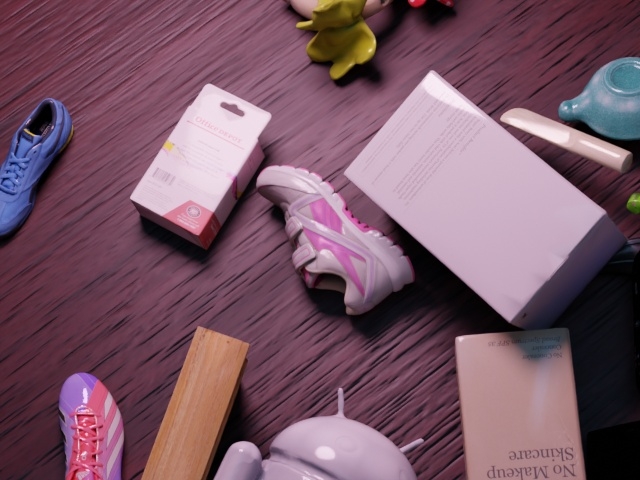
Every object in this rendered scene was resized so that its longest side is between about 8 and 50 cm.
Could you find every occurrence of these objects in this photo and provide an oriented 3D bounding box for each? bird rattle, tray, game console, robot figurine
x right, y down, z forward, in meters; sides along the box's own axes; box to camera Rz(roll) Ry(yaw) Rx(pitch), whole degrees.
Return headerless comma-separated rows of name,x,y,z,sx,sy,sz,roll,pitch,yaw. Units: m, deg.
bird rattle,0.053,-0.365,1.975,0.253,0.143,0.207,-45,55,-14
tray,-0.187,0.324,1.691,0.076,0.203,0.411,20,72,0
game console,0.407,0.170,1.701,0.044,0.213,0.361,19,63,-32
robot figurine,-0.011,0.357,1.663,0.300,0.200,0.353,37,74,-24

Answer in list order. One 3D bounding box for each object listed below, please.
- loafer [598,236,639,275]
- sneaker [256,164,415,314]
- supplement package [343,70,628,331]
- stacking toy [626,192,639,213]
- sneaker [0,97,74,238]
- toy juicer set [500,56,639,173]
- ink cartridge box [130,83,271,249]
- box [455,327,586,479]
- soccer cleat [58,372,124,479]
loafer,0.425,0.029,1.816,0.170,0.062,0.061,-11,73,4
sneaker,0.000,0.000,1.850,0.252,0.103,0.111,40,77,19
supplement package,0.210,-0.042,1.776,0.293,0.175,0.177,43,96,22
stacking toy,0.522,-0.071,1.829,0.221,0.052,0.167,15,50,18
sneaker,-0.415,-0.104,1.948,0.069,0.082,0.209,25,75,12
toy juicer set,0.431,-0.167,1.860,0.329,0.089,0.209,-32,52,-11
ink cartridge box,-0.156,-0.103,1.925,0.115,0.067,0.198,28,76,15
box,0.246,0.274,1.709,0.148,0.121,0.311,-6,69,4
soccer cleat,-0.292,0.280,1.781,0.083,0.095,0.248,-10,69,3
